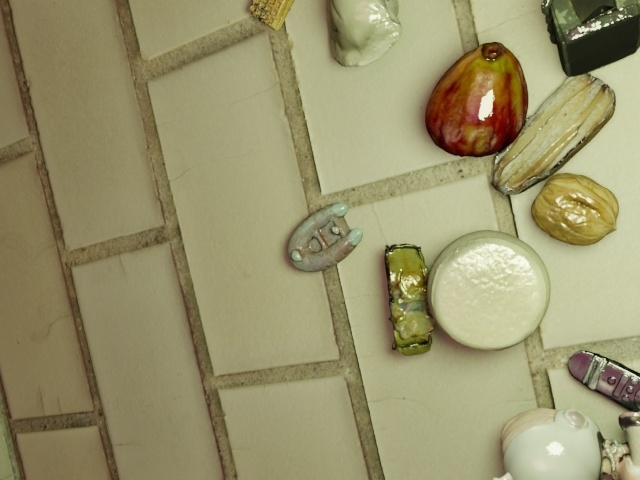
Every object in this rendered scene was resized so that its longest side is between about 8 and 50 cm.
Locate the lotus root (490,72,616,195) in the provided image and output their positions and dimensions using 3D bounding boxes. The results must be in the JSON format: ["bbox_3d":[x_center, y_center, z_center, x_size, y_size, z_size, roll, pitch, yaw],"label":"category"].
[{"bbox_3d":[0.532,-0.221,1.491,0.329,0.078,0.167,-47,41,25],"label":"lotus root"}]

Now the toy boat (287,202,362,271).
[{"bbox_3d":[0.000,0.000,1.779,0.227,0.085,0.155,-34,83,25],"label":"toy boat"}]

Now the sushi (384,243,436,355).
[{"bbox_3d":[0.238,0.149,1.671,0.139,0.131,0.291,-5,88,3],"label":"sushi"}]

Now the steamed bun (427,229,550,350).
[{"bbox_3d":[0.394,0.114,1.550,0.283,0.177,0.283,1,96,12],"label":"steamed bun"}]

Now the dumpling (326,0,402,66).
[{"bbox_3d":[0.092,-0.555,1.639,0.175,0.243,0.227,20,131,-17],"label":"dumpling"}]

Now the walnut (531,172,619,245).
[{"bbox_3d":[0.571,-0.067,1.459,0.184,0.155,0.155,29,109,18],"label":"walnut"}]

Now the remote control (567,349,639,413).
[{"bbox_3d":[0.703,0.336,1.505,0.266,0.066,0.090,28,95,24],"label":"remote control"}]

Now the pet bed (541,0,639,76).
[{"bbox_3d":[0.565,-0.468,1.357,0.183,0.211,0.159,-19,73,22],"label":"pet bed"}]

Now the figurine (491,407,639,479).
[{"bbox_3d":[0.586,0.498,1.489,0.361,0.211,0.253,1,103,28],"label":"figurine"}]

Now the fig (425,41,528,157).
[{"bbox_3d":[0.364,-0.313,1.495,0.224,0.224,0.263,36,107,17],"label":"fig"}]

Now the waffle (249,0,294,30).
[{"bbox_3d":[-0.125,-0.658,1.772,0.102,0.042,0.148,37,112,17],"label":"waffle"}]
